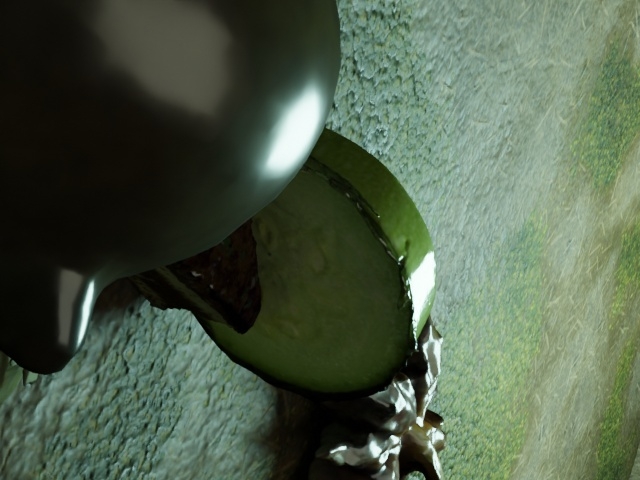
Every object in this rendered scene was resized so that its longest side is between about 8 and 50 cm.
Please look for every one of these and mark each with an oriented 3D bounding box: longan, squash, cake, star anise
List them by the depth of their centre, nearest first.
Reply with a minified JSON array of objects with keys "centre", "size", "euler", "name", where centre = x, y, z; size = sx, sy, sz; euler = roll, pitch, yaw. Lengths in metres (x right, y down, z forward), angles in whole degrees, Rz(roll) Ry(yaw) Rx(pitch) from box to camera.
[{"centre":[-0.136,-0.094,0.467],"size":[0.300,0.300,0.243],"euler":[-67,-168,-9],"name":"longan"},{"centre":[-0.097,-0.045,0.717],"size":[0.135,0.112,0.246],"euler":[-66,151,-16],"name":"cake"},{"centre":[0.000,0.002,0.803],"size":[0.133,0.220,0.220],"euler":[-42,139,-37],"name":"squash"},{"centre":[0.072,0.199,1.155],"size":[0.292,0.109,0.350],"euler":[-12,117,-52],"name":"star anise"}]

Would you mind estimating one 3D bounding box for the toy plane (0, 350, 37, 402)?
[{"centre":[-0.200,0.086,0.632],"size":[0.092,0.108,0.286],"euler":[-17,133,-55],"name":"toy plane"}]
